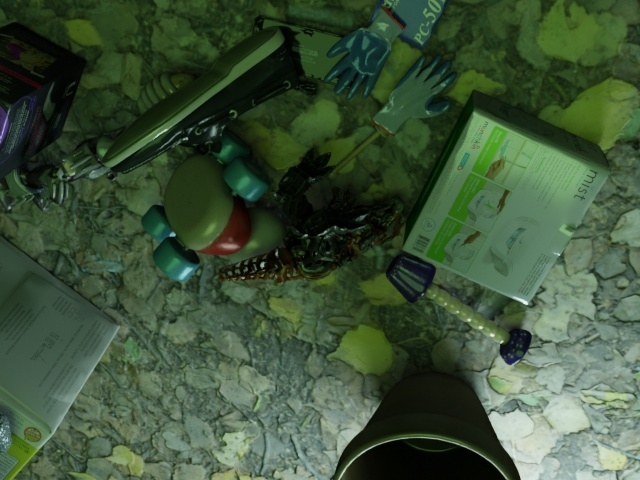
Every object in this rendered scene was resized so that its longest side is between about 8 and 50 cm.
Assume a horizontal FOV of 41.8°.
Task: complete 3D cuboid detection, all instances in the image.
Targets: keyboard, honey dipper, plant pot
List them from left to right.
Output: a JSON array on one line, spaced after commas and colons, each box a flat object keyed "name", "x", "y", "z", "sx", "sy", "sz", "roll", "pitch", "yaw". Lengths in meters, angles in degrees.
[{"name": "keyboard", "x": -0.027, "y": -0.289, "z": 1.348, "sx": 0.180, "sy": 0.023, "sz": 0.108, "roll": 15, "pitch": 111, "yaw": 4}, {"name": "honey dipper", "x": 0.069, "y": -0.153, "z": 1.390, "sx": 0.030, "sy": 0.030, "sz": 0.160, "roll": 44, "pitch": 116, "yaw": -11}, {"name": "plant pot", "x": 0.192, "y": 0.385, "z": 1.482, "sx": 0.323, "sy": 0.280, "sz": 0.323, "roll": 4, "pitch": 116, "yaw": 8}]

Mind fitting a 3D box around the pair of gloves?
[{"name": "pair of gloves", "x": 0.109, "y": -0.252, "z": 1.295, "sx": 0.198, "sy": 0.023, "sz": 0.159, "roll": 40, "pitch": 122, "yaw": -9}]

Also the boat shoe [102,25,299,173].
[{"name": "boat shoe", "x": -0.177, "y": -0.191, "z": 1.307, "sx": 0.340, "sy": 0.127, "sz": 0.113, "roll": -40, "pitch": 119, "yaw": -7}]

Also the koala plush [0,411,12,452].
[{"name": "koala plush", "x": -0.590, "y": 0.398, "z": 1.317, "sx": 0.203, "sy": 0.196, "sz": 0.221, "roll": -1, "pitch": 116, "yaw": 22}]

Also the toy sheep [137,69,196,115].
[{"name": "toy sheep", "x": -0.255, "y": -0.228, "z": 1.383, "sx": 0.132, "sy": 0.091, "sz": 0.091, "roll": -41, "pitch": 102, "yaw": 18}]

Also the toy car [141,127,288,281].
[{"name": "toy car", "x": -0.139, "y": -0.026, "z": 1.430, "sx": 0.238, "sy": 0.210, "sz": 0.219, "roll": 33, "pitch": 105, "yaw": -37}]

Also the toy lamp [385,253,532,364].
[{"name": "toy lamp", "x": 0.237, "y": 0.116, "z": 1.463, "sx": 0.274, "sy": 0.080, "sz": 0.080, "roll": 34, "pitch": 116, "yaw": -9}]

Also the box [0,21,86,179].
[{"name": "box", "x": -0.509, "y": -0.218, "z": 1.328, "sx": 0.143, "sy": 0.270, "sz": 0.165, "roll": 28, "pitch": 116, "yaw": -3}]

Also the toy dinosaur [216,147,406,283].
[{"name": "toy dinosaur", "x": 0.000, "y": 0.000, "z": 1.342, "sx": 0.164, "sy": 0.322, "sz": 0.218, "roll": 35, "pitch": 149, "yaw": 22}]

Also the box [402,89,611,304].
[{"name": "box", "x": 0.289, "y": -0.066, "z": 1.337, "sx": 0.231, "sy": 0.127, "sz": 0.262, "roll": 23, "pitch": 117, "yaw": -2}]

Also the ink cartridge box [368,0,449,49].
[{"name": "ink cartridge box", "x": 0.161, "y": -0.399, "z": 1.247, "sx": 0.097, "sy": 0.046, "sz": 0.207, "roll": 26, "pitch": 117, "yaw": -2}]

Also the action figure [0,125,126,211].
[{"name": "action figure", "x": -0.421, "y": -0.117, "z": 1.423, "sx": 0.285, "sy": 0.185, "sz": 0.099, "roll": -13, "pitch": 98, "yaw": 33}]

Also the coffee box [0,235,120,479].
[{"name": "coffee box", "x": -0.638, "y": 0.244, "z": 1.534, "sx": 0.338, "sy": 0.337, "sz": 0.334, "roll": 38, "pitch": 116, "yaw": -10}]
